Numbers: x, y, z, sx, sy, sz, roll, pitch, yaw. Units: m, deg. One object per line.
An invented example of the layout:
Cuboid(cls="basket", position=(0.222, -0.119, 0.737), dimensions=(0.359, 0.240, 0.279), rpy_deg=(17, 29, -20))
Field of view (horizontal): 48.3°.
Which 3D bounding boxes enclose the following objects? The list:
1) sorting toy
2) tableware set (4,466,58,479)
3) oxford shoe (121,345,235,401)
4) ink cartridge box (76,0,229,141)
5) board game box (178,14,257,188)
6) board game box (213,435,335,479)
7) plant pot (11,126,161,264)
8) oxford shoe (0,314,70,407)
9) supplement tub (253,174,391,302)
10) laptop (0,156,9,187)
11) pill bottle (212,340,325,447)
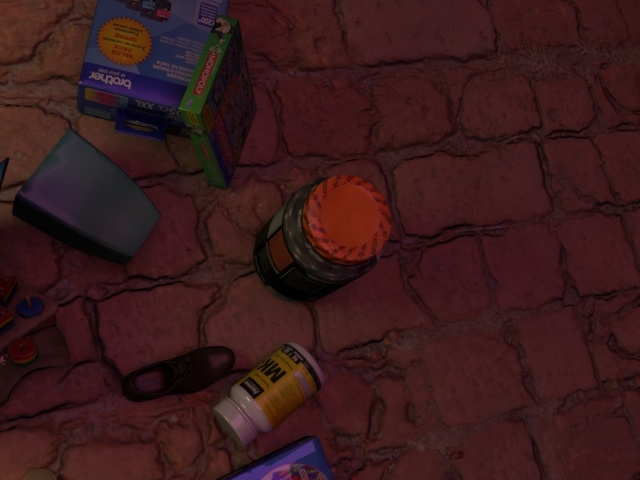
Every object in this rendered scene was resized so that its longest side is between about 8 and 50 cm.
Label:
Cuboid(cls="sorting toy", position=(-0.570, 0.113, 1.267), dimensions=(0.275, 0.046, 0.132), rpy_deg=(24, 43, 24))
Cuboid(cls="tableware set", position=(-0.534, 0.477, 1.249), dimensions=(0.141, 0.020, 0.168), rpy_deg=(1, 46, -18))
Cuboid(cls="oxford shoe", position=(-0.267, 0.261, 1.393), dimensions=(0.227, 0.096, 0.082), rpy_deg=(-17, 80, -24))
Cuboid(cls="ink cartridge box", position=(-0.353, -0.385, 1.512), dimensions=(0.270, 0.151, 0.395), rpy_deg=(11, 74, -16))
Cuboid(cls="board game box", position=(-0.198, -0.266, 1.442), dimensions=(0.046, 0.317, 0.213), rpy_deg=(14, 70, 7))
Cuboid(cls="board game box", position=(-0.123, 0.556, 1.371), dimensions=(0.347, 0.078, 0.233), rpy_deg=(-20, 83, -23))
Cuboid(cls="plant pot", position=(-0.444, -0.065, 1.390), dimensions=(0.234, 0.166, 0.165), rpy_deg=(36, 67, -16))
Cuboid(cls="oxford shoe", position=(-0.616, 0.249, 1.262), dimensions=(0.348, 0.123, 0.130), rpy_deg=(-27, 90, -23))
Cuboid(cls="supplement tub", position=(0.000, 0.000, 1.423), dimensions=(0.207, 0.338, 0.207), rpy_deg=(5, 74, -18))
Cuboid(cls="laptop", position=(-0.732, 0.059, 1.136), dimensions=(0.408, 0.236, 0.381), rpy_deg=(6, 57, -10))
Cuboid(cls="pill bottle", position=(-0.103, 0.307, 1.424), dimensions=(0.208, 0.119, 0.119), rpy_deg=(-37, 90, -24))
